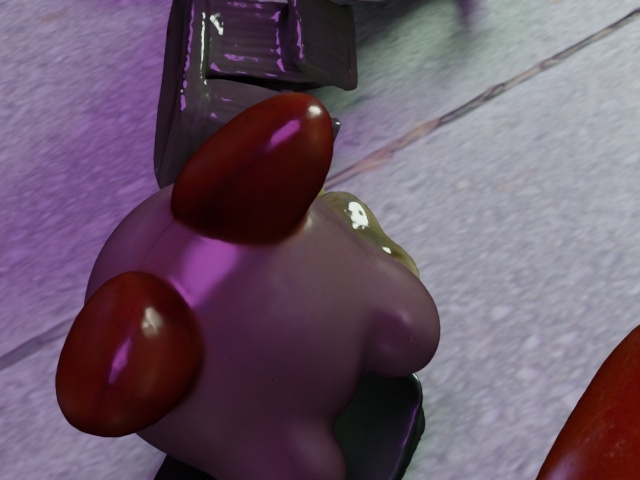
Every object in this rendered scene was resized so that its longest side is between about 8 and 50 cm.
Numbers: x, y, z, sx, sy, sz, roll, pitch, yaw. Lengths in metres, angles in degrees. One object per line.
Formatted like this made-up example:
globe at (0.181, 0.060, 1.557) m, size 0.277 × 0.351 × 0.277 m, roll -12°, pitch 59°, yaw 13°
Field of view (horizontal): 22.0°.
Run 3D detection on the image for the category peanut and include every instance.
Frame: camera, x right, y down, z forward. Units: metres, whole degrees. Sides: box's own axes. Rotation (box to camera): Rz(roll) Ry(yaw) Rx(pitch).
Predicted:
peanut at (-0.001, 0.000, 1.384) m, size 0.086 × 0.104 × 0.228 m, roll -6°, pitch 33°, yaw -40°

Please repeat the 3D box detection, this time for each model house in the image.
model house at (-0.059, -0.151, 1.527) m, size 0.188 × 0.122 × 0.229 m, roll 2°, pitch 62°, yaw -1°

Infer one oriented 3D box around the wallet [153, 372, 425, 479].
wallet at (-0.060, 0.238, 1.219) m, size 0.197 × 0.051 × 0.377 m, roll 11°, pitch 54°, yaw 24°

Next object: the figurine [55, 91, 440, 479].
figurine at (-0.073, 0.046, 1.189) m, size 0.211 × 0.261 × 0.269 m, roll 21°, pitch 72°, yaw 44°

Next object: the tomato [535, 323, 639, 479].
tomato at (0.289, 0.187, 1.016) m, size 0.325 × 0.289 × 0.293 m, roll 34°, pitch 62°, yaw 27°
